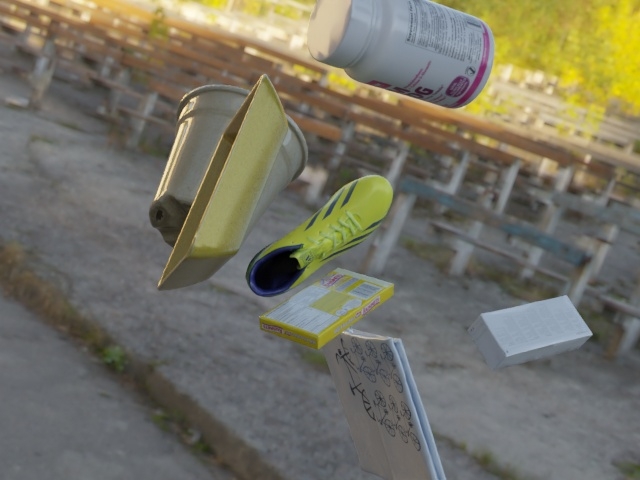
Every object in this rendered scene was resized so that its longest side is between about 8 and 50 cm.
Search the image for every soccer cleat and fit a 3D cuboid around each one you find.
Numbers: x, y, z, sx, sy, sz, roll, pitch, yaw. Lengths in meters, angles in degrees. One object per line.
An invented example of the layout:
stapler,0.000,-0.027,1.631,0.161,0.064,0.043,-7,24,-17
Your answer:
soccer cleat,0.000,0.001,1.787,0.093,0.289,0.121,52,14,-7

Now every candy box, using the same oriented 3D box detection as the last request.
candy box,0.012,0.097,1.623,0.105,0.027,0.206,14,27,32

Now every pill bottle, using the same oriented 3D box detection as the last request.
pill bottle,0.131,-0.324,1.801,0.283,0.160,0.160,12,11,-30

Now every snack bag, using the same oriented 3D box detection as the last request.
snack bag,0.098,0.296,1.918,0.037,0.323,0.342,-23,11,-21

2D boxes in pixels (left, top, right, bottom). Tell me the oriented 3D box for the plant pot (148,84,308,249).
plant pot,-0.236,-0.133,2.516,0.334,0.305,0.334,16,-36,12

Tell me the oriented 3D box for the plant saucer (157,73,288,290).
plant saucer,-0.157,-0.075,1.851,0.081,0.332,0.333,24,-17,-11

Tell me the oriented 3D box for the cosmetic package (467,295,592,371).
cosmetic package,0.403,0.177,2.105,0.239,0.060,0.099,-8,55,-35
